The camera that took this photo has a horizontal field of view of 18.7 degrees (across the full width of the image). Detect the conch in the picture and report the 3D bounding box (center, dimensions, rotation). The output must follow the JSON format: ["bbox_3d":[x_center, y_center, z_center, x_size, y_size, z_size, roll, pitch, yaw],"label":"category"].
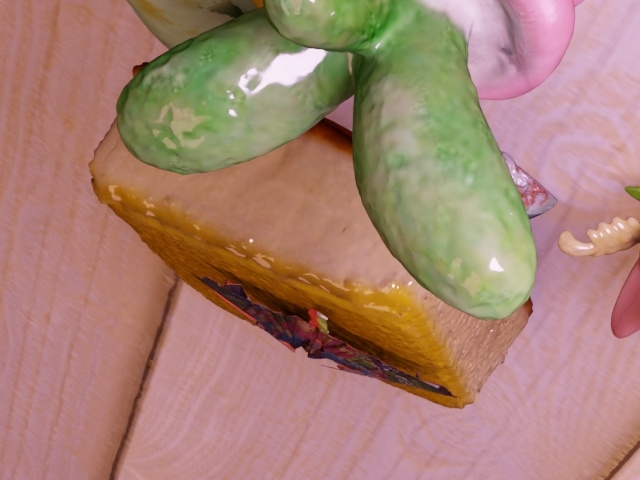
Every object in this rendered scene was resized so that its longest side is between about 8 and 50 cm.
[{"bbox_3d":[-0.088,-0.226,1.506,0.143,0.137,0.250,-17,155,7],"label":"conch"}]

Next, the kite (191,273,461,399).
[{"bbox_3d":[0.006,0.082,1.606,0.241,0.014,0.183,25,166,6],"label":"kite"}]

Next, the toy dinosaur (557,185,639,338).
[{"bbox_3d":[0.283,0.040,1.451,0.152,0.177,0.194,52,149,-19],"label":"toy dinosaur"}]

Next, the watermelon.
[{"bbox_3d":[0.149,-0.045,1.626,0.085,0.085,0.061,14,101,36],"label":"watermelon"}]

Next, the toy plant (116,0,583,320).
[{"bbox_3d":[0.076,-0.150,1.237,0.317,0.356,0.210,24,149,29],"label":"toy plant"}]

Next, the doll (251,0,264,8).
[{"bbox_3d":[0.016,-0.183,1.459,0.249,0.088,0.127,35,-162,-35],"label":"doll"}]

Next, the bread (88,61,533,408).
[{"bbox_3d":[0.000,0.000,1.643,0.324,0.143,0.333,24,169,19],"label":"bread"}]
